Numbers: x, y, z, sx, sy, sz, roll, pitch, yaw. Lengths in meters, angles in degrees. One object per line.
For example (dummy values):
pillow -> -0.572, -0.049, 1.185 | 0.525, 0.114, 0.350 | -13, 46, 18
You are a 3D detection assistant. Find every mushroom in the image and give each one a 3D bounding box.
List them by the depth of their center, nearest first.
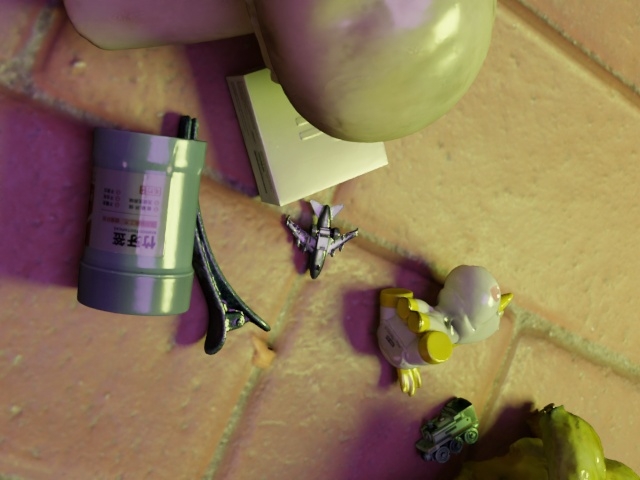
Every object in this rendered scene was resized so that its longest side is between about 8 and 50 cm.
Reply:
mushroom -> -0.031, -0.222, 0.695 | 0.336, 0.314, 0.314 | -7, 106, 12

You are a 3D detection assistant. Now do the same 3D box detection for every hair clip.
hair clip -> -0.109, -0.005, 0.822 | 0.070, 0.039, 0.229 | -21, 108, -23

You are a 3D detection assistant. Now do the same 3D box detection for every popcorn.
popcorn -> 0.260, 0.339, 0.945 | 0.321, 0.290, 0.326 | -13, 129, -37

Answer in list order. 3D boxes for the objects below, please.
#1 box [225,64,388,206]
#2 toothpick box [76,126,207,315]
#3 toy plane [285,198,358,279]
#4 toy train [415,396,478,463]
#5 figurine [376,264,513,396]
box -> -0.012, -0.118, 0.846 | 0.129, 0.051, 0.130 | -23, 110, -23
toothpick box -> -0.158, -0.018, 0.756 | 0.101, 0.101, 0.153 | 3, 96, -29
toy plane -> 0.000, 0.000, 0.887 | 0.078, 0.031, 0.083 | 8, 93, -14
toy train -> 0.150, 0.227, 1.012 | 0.083, 0.033, 0.053 | -26, 106, -22
figurine -> 0.146, 0.088, 0.961 | 0.178, 0.109, 0.130 | -28, 138, -22
